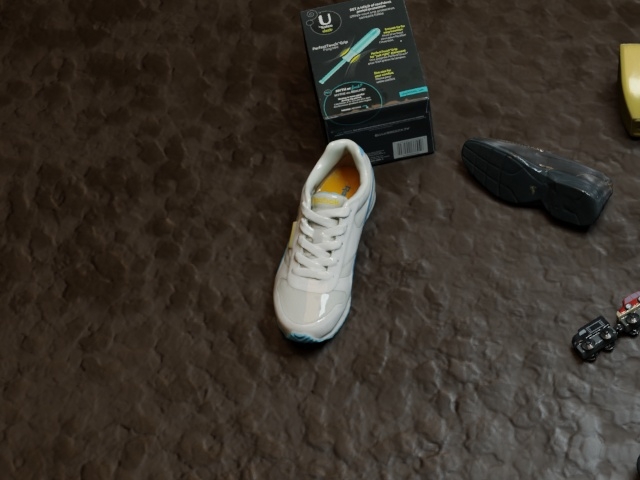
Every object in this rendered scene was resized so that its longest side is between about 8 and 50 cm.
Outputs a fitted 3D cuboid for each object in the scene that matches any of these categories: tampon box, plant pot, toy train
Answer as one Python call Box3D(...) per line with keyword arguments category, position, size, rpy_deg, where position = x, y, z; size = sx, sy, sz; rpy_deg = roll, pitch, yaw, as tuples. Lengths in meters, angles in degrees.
Box3D(category="tampon box", position=(0.052, -0.177, 1.812), size=(0.120, 0.101, 0.161), rpy_deg=(-11, 56, 0))
Box3D(category="plant pot", position=(0.363, -0.158, 1.772), size=(0.081, 0.081, 0.083), rpy_deg=(4, 68, 10))
Box3D(category="toy train", position=(0.324, 0.071, 1.660), size=(0.158, 0.027, 0.036), rpy_deg=(-29, 47, -10))

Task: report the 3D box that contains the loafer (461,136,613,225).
Box3D(category="loafer", position=(0.233, -0.071, 1.752), size=(0.170, 0.062, 0.061), rpy_deg=(28, 43, 19))

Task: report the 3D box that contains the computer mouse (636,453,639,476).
Box3D(category="computer mouse", position=(0.421, 0.224, 1.546), size=(0.242, 0.041, 0.071), rpy_deg=(4, 41, 5))

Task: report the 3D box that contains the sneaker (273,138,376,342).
Box3D(category="sneaker", position=(0.000, 0.000, 1.711), size=(0.087, 0.092, 0.229), rpy_deg=(8, 60, 11))
